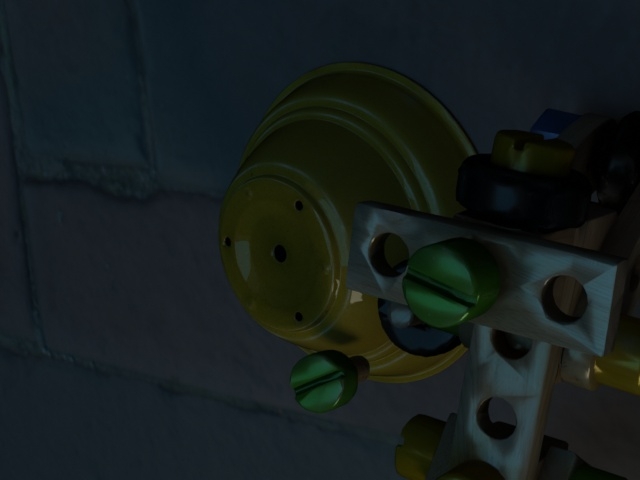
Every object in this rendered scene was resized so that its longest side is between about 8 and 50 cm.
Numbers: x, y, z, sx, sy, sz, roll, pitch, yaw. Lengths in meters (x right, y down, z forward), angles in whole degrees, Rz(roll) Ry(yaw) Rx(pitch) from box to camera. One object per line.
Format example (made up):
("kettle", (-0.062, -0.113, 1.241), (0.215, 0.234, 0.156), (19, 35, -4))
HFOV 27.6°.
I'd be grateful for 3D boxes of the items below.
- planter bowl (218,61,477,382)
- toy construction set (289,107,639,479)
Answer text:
("planter bowl", (0.000, 0.000, 0.829), (0.217, 0.090, 0.217), (15, 113, 39))
("toy construction set", (0.126, 0.082, 0.610), (0.309, 0.237, 0.257), (42, 109, 20))
